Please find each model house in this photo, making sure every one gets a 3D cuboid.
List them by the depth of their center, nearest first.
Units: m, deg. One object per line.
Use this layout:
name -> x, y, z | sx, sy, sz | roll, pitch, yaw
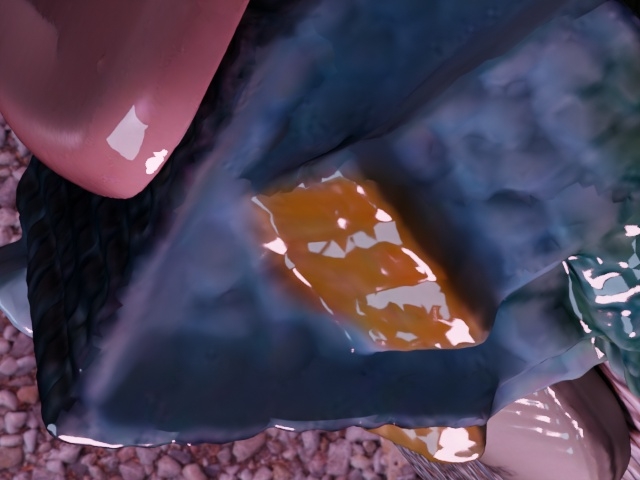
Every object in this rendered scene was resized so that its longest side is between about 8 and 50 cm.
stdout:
model house -> 0.000, 0.000, 0.599 | 0.226, 0.241, 0.261 | 57, -178, -22

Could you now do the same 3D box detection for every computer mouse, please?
computer mouse -> 0.080, 0.046, 1.105 | 0.331, 0.095, 0.197 | 51, 168, -12

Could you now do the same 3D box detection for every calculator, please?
calculator -> -0.051, -0.130, 0.545 | 0.048, 0.220, 0.329 | 23, -173, -21

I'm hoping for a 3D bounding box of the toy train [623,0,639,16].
toy train -> 0.116, -0.077, 0.482 | 0.056, 0.038, 0.093 | 42, 171, 19
